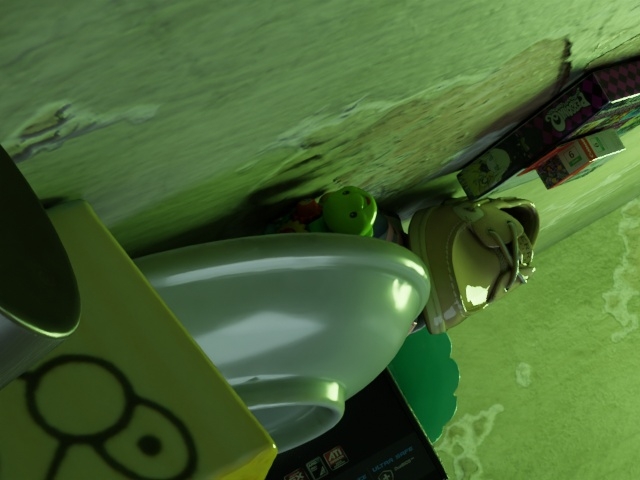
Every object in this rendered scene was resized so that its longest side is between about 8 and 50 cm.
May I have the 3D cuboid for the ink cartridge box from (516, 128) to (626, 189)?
[{"bbox_3d":[0.260,-0.081,1.217,0.115,0.029,0.063,-19,167,-46],"label":"ink cartridge box"}]

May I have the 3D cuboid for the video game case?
[{"bbox_3d":[0.289,-0.128,1.276,0.232,0.041,0.210,-20,167,-44],"label":"video game case"}]

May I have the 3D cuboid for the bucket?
[{"bbox_3d":[0.061,0.229,1.846,0.281,0.281,0.183,-25,172,-26],"label":"bucket"}]

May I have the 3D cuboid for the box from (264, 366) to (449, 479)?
[{"bbox_3d":[-0.043,0.227,1.409,0.296,0.293,0.073,-29,172,2],"label":"box"}]

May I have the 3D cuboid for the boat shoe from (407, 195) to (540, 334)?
[{"bbox_3d":[0.175,0.007,1.284,0.110,0.121,0.341,-9,-167,19],"label":"boat shoe"}]

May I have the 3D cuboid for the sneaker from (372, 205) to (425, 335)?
[{"bbox_3d":[0.051,0.042,1.201,0.112,0.131,0.319,-31,170,18],"label":"sneaker"}]

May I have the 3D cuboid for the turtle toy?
[{"bbox_3d":[0.000,0.000,0.998,0.130,0.095,0.066,-35,147,29],"label":"turtle toy"}]

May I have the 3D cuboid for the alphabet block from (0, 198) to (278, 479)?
[{"bbox_3d":[-0.170,0.127,0.654,0.192,0.197,0.193,-23,150,-34],"label":"alphabet block"}]

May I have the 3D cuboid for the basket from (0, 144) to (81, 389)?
[{"bbox_3d":[-0.210,0.041,0.399,0.227,0.154,0.204,-34,171,4],"label":"basket"}]

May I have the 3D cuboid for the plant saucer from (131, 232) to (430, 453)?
[{"bbox_3d":[-0.095,0.119,0.945,0.401,0.100,0.400,-13,159,-5],"label":"plant saucer"}]
